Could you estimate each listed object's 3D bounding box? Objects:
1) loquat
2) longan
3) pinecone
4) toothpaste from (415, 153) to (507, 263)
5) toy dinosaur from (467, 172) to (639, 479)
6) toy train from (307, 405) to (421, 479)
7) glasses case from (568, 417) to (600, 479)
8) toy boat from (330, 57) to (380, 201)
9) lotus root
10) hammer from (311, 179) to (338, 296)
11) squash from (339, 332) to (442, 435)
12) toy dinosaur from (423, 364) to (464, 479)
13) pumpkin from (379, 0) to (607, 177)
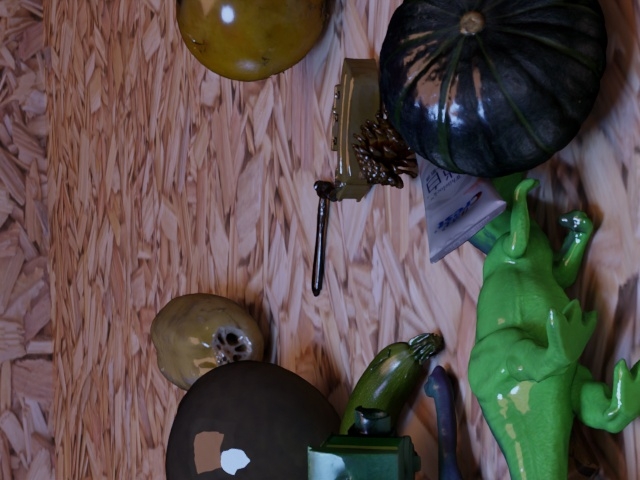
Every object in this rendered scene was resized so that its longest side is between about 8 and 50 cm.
[{"bbox_3d":[-0.104,-0.355,2.032,0.235,0.235,0.235,-179,90,-65],"label":"loquat"},{"bbox_3d":[-0.089,0.321,1.969,0.300,0.243,0.300,22,129,29],"label":"longan"},{"bbox_3d":[0.089,-0.122,1.757,0.102,0.102,0.109,53,128,53],"label":"pinecone"},{"bbox_3d":[0.147,-0.073,1.544,0.100,0.066,0.323,-37,22,14],"label":"toothpaste"},{"bbox_3d":[0.173,0.164,1.457,0.374,0.143,0.500,33,104,63],"label":"toy dinosaur"},{"bbox_3d":[0.057,0.359,1.665,0.202,0.120,0.301,-22,-69,-77],"label":"toy train"},{"bbox_3d":[0.240,0.192,1.475,0.064,0.041,0.170,-41,46,21],"label":"glasses case"},{"bbox_3d":[0.047,-0.153,1.900,0.077,0.057,0.201,-163,75,-69],"label":"toy boat"},{"bbox_3d":[-0.201,0.173,2.316,0.342,0.151,0.169,-176,75,-66],"label":"lotus root"},{"bbox_3d":[0.000,0.000,2.035,0.065,0.021,0.178,-151,64,-62],"label":"hammer"},{"bbox_3d":[0.073,0.228,1.808,0.071,0.080,0.319,-57,-9,-55],"label":"squash"},{"bbox_3d":[0.200,0.290,1.517,0.383,0.129,0.331,-20,62,63],"label":"toy dinosaur"},{"bbox_3d":[0.187,-0.185,1.437,0.249,0.216,0.250,-9,75,37],"label":"pumpkin"}]
